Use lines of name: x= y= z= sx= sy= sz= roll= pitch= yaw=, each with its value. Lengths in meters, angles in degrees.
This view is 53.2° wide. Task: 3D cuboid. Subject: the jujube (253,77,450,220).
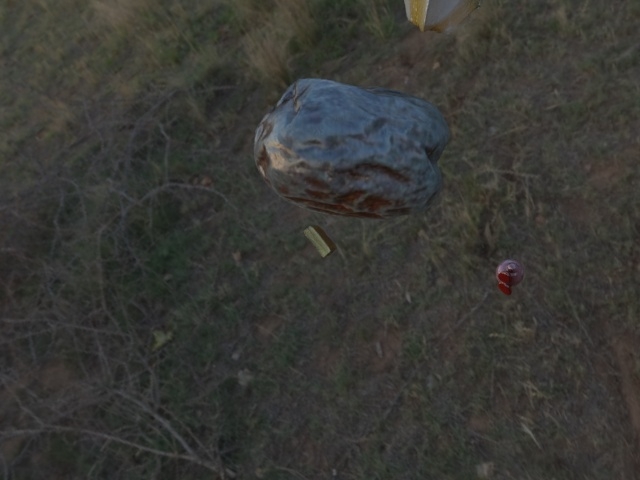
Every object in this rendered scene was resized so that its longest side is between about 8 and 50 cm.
jujube: x=0.046 y=-0.141 z=1.022 sx=0.308 sy=0.215 sz=0.246 roll=9 pitch=15 yaw=-4

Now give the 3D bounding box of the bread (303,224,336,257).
bread: x=0.000 y=0.000 z=1.723 sx=0.035 sy=0.094 sz=0.090 roll=-40 pitch=84 yaw=11

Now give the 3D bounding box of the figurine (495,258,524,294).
figurine: x=0.463 y=0.079 z=1.563 sx=0.067 sy=0.083 sz=0.071 roll=36 pitch=64 yaw=23

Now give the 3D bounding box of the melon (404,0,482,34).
melon: x=0.195 y=-0.388 z=1.042 sx=0.139 sy=0.093 sz=0.202 roll=5 pitch=21 yaw=-8
